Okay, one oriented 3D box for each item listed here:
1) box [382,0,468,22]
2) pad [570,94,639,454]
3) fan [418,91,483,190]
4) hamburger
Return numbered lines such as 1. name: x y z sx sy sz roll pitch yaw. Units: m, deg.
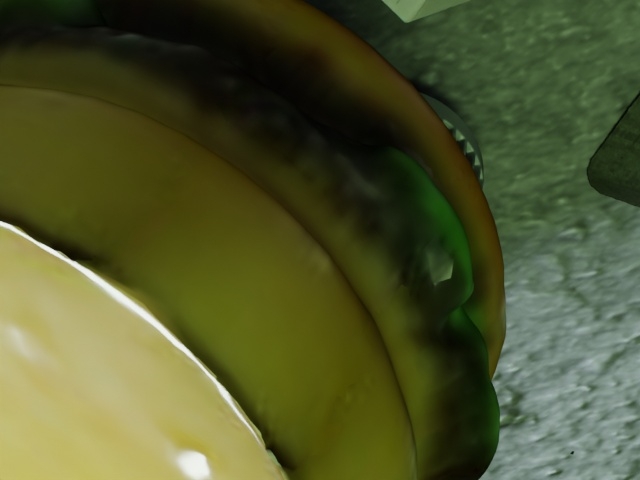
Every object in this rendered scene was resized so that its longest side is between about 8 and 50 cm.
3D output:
1. box: 0.059 -0.225 0.722 0.139 0.073 0.194 45 125 13
2. pad: 0.282 0.011 1.034 0.250 0.055 0.323 16 111 -22
3. fan: 0.000 0.000 0.976 0.130 0.074 0.244 35 126 -21
4. hamburger: -0.093 0.036 0.808 0.395 0.277 0.396 15 131 18
